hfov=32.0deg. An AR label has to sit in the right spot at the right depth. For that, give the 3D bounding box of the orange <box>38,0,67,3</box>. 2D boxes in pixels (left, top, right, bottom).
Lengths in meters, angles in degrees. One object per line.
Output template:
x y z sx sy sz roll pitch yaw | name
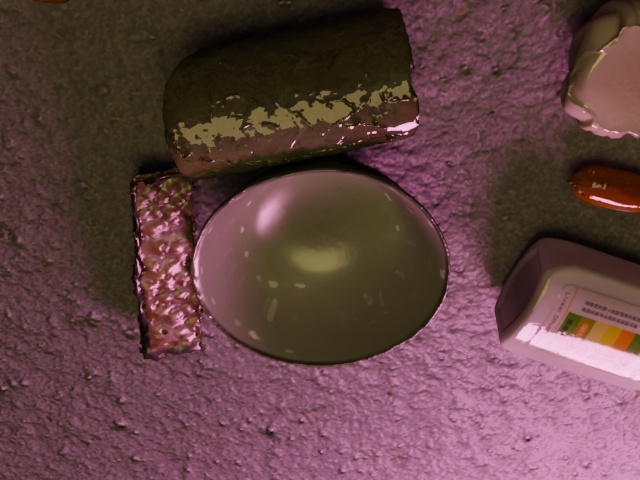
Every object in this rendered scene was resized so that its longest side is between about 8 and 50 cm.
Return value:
-0.325 -0.318 1.320 0.085 0.085 0.085 0 126 0 | orange

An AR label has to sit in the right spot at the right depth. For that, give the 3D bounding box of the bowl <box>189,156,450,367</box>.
0.000 0.000 1.494 0.337 0.157 0.337 0 129 0 | bowl

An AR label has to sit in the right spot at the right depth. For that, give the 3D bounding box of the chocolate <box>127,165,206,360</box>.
-0.220 0.033 1.581 0.102 0.065 0.329 -7 128 -13 | chocolate

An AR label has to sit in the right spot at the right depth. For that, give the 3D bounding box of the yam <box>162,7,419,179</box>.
-0.032 -0.177 1.364 0.304 0.168 0.168 -10 125 8 | yam

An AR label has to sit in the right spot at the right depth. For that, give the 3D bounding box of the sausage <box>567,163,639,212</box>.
0.418 -0.066 1.515 0.183 0.054 0.062 11 157 -10 | sausage

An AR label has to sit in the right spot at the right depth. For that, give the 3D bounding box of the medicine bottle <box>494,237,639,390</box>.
0.428 0.119 1.607 0.324 0.124 0.179 18 124 -14 | medicine bottle

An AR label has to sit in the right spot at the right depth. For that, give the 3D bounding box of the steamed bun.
0.382 -0.215 1.376 0.183 0.106 0.183 -2 127 -3 | steamed bun
